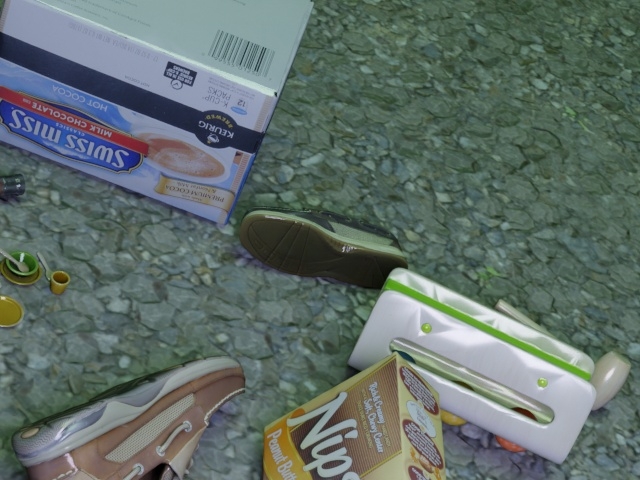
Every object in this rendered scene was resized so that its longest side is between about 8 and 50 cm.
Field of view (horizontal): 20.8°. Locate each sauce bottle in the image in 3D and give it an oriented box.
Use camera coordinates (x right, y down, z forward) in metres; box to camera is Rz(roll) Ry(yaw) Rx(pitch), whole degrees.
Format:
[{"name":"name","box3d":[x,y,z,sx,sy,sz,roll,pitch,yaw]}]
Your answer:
[{"name":"sauce bottle","box3d":[-0.410,-0.060,2.041,0.128,0.042,0.042,-5,48,-34]}]

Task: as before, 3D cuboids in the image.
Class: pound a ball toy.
[{"name":"pound a ball toy","box3d":[0.202,0.156,2.064,0.319,0.135,0.208,26,14,2]}]

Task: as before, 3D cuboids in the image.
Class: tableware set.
[{"name":"tableware set","box3d":[-0.356,0.052,1.956,0.154,0.024,0.104,-10,51,-35]}]

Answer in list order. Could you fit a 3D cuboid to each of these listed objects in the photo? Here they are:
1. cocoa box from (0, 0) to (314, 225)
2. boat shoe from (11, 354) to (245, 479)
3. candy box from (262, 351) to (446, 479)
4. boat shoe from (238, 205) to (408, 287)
[{"name":"cocoa box","box3d":[-0.220,-0.219,2.163,0.347,0.228,0.231,21,40,-4]},{"name":"boat shoe","box3d":[-0.187,0.206,1.818,0.324,0.123,0.116,-21,91,-51]},{"name":"candy box","box3d":[0.034,0.277,1.750,0.087,0.183,0.316,47,25,-28]},{"name":"boat shoe","box3d":[0.001,-0.001,2.157,0.224,0.080,0.073,15,35,-19]}]
